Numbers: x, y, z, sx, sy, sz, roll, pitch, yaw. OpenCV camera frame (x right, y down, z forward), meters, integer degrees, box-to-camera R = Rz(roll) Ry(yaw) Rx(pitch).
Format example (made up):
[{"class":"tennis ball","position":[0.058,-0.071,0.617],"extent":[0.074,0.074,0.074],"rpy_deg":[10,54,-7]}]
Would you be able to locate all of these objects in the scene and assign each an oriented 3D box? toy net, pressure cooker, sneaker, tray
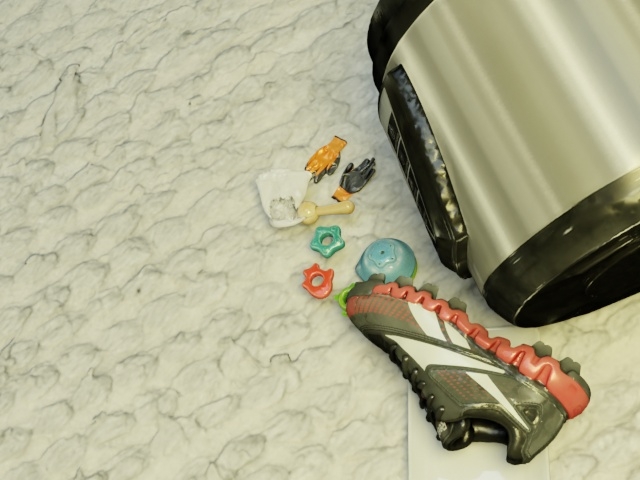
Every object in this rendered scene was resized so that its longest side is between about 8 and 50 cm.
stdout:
[{"class":"toy net","position":[0.000,0.000,1.173],"extent":[0.232,0.045,0.122],"rpy_deg":[37,78,28]},{"class":"pressure cooker","position":[0.253,-0.164,0.992],"extent":[0.375,0.370,0.420],"rpy_deg":[-10,67,-37]},{"class":"sneaker","position":[0.128,0.135,1.005],"extent":[0.276,0.097,0.135],"rpy_deg":[28,70,23]},{"class":"tray","position":[0.165,0.221,1.026],"extent":[0.145,0.030,0.270],"rpy_deg":[-3,63,11]}]

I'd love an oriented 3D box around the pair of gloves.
[{"class":"pair of gloves","position":[0.024,-0.090,1.230],"extent":[0.083,0.010,0.074],"rpy_deg":[35,75,25]}]
